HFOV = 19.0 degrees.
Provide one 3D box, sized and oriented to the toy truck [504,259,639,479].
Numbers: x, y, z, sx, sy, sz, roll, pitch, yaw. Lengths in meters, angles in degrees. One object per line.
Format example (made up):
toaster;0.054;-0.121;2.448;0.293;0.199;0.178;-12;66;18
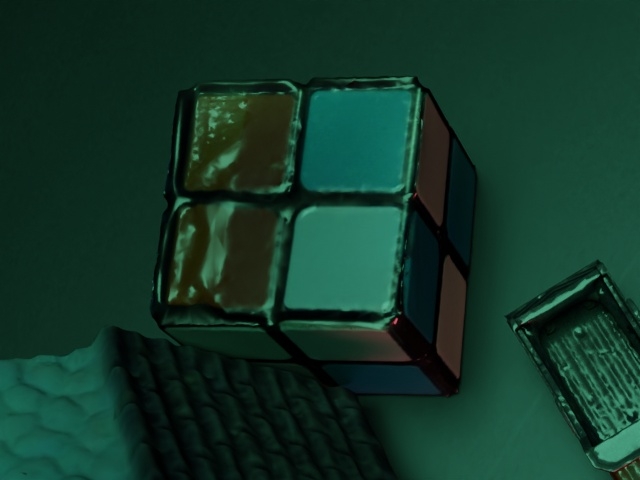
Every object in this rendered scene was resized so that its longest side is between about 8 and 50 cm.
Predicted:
toy truck;0.200;0.108;1.252;0.083;0.092;0.192;-32;64;5

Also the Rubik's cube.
Rubik's cube;0.000;0.000;1.318;0.180;0.167;0.183;-2;71;17

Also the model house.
model house;-0.071;0.227;1.210;0.339;0.297;0.360;-13;31;-9
